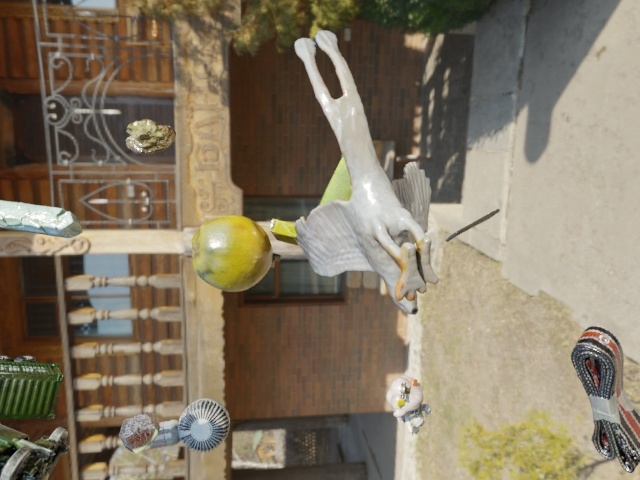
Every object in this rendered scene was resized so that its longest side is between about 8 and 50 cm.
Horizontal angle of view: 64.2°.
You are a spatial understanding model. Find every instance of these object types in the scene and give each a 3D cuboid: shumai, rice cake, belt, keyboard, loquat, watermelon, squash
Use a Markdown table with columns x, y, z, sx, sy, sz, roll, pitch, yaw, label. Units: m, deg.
| x | y | z | sx | sy | sz | roll | pitch | yaw | label |
| --- | --- | --- | --- | --- | --- | --- | --- | --- | --- |
| -0.493 | -0.313 | 1.488 | 0.123 | 0.138 | 0.105 | -93 | 16 | -49 | shumai |
| -0.702 | -0.053 | 1.143 | 0.066 | 0.335 | 0.063 | 85 | -170 | -67 | rice cake |
| 0.677 | 0.370 | 1.195 | 0.126 | 0.094 | 0.360 | -3 | 114 | 58 | belt |
| 0.464 | -0.047 | 1.551 | 0.013 | 0.204 | 0.061 | 58 | 150 | 11 | keyboard |
| -0.217 | 0.037 | 1.361 | 0.213 | 0.245 | 0.214 | -26 | 60 | 57 | loquat |
| -0.386 | 0.399 | 1.088 | 0.092 | 0.084 | 0.072 | 16 | 127 | 58 | watermelon |
| 0.105 | -0.138 | 1.541 | 0.093 | 0.169 | 0.252 | 38 | 107 | 44 | squash |

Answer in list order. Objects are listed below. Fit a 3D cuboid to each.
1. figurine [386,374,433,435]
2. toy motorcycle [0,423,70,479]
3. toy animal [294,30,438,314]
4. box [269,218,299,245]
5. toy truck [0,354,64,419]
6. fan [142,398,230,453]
| x | y | z | sx | sy | sz | roll | pitch | yaw | label |
| --- | --- | --- | --- | --- | --- | --- | --- | --- | --- |
| 0.265 | 0.490 | 1.541 | 0.111 | 0.137 | 0.229 | 14 | 136 | 49 | figurine |
| -0.643 | 0.438 | 1.032 | 0.275 | 0.205 | 0.127 | 119 | 172 | -78 | toy motorcycle |
| 0.069 | -0.071 | 0.613 | 0.302 | 0.224 | 0.284 | -115 | 6 | -51 | toy animal |
| 0.001 | 0.000 | 1.459 | 0.153 | 0.278 | 0.041 | 68 | -145 | -80 | box |
| -0.586 | 0.241 | 0.856 | 0.121 | 0.258 | 0.089 | 10 | 87 | 56 | toy truck |
| -0.357 | 0.489 | 1.315 | 0.074 | 0.244 | 0.130 | 132 | 128 | -86 | fan |
